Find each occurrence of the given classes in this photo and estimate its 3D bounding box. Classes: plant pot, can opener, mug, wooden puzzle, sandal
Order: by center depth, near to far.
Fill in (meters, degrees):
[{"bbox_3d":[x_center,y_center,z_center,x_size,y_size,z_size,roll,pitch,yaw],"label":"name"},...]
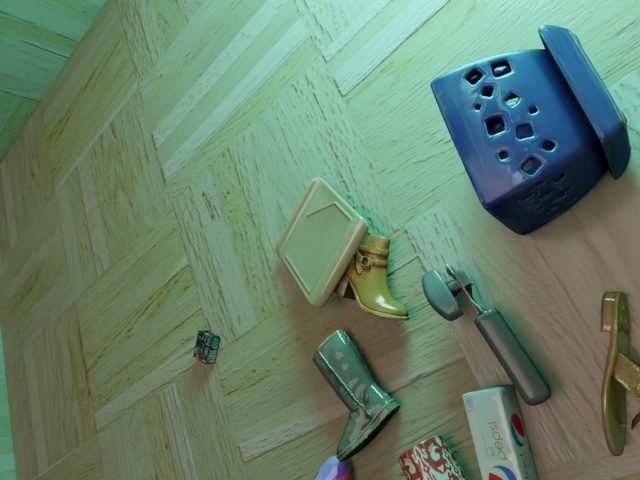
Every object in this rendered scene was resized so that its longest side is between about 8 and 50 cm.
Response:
[{"bbox_3d":[0.459,0.193,0.757,0.079,0.088,0.240,-7,74,45],"label":"sandal"},{"bbox_3d":[0.339,-0.170,0.821,0.212,0.236,0.236,-29,66,26],"label":"plant pot"},{"bbox_3d":[0.278,0.163,0.912,0.095,0.076,0.284,-33,63,10],"label":"can opener"},{"bbox_3d":[0.200,0.452,0.920,0.150,0.113,0.169,-34,59,11],"label":"mug"},{"bbox_3d":[0.000,0.000,1.171,0.221,0.044,0.239,-61,38,16],"label":"wooden puzzle"}]

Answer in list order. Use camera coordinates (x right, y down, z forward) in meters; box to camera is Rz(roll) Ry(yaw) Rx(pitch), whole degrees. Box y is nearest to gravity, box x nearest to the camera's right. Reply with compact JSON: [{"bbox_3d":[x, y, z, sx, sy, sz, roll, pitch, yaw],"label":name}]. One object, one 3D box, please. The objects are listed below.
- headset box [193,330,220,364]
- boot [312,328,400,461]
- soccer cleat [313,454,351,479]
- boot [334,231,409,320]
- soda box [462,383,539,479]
[{"bbox_3d":[-0.309,0.293,1.420,0.062,0.032,0.083,13,94,41],"label":"headset box"},{"bbox_3d":[0.045,0.321,1.094,0.190,0.076,0.208,-50,62,7],"label":"boot"},{"bbox_3d":[-0.016,0.562,1.099,0.083,0.095,0.248,38,109,36],"label":"soccer cleat"},{"bbox_3d":[0.118,0.068,1.071,0.197,0.073,0.153,25,96,36],"label":"boot"},{"bbox_3d":[0.306,0.356,0.872,0.069,0.073,0.216,-21,71,36],"label":"soda box"}]
